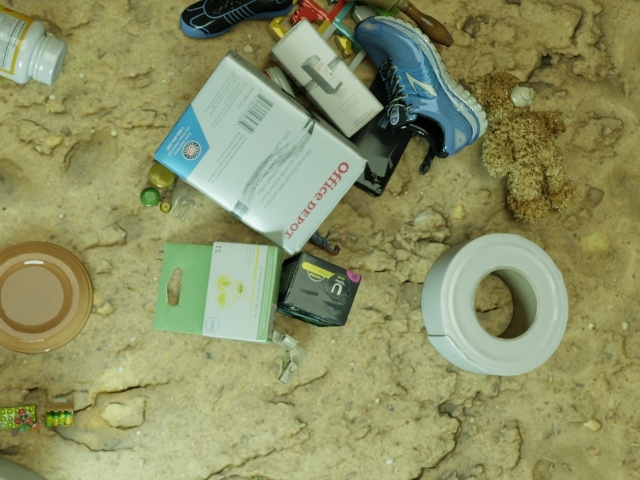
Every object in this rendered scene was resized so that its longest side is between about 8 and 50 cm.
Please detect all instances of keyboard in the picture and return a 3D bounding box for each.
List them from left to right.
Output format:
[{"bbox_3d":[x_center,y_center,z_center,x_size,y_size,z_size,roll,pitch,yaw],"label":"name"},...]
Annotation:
[{"bbox_3d":[0.171,-0.232,1.609,0.201,0.033,0.317,29,77,-5],"label":"keyboard"}]

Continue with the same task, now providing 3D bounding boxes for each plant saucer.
[{"bbox_3d":[-0.503,0.099,1.373,0.200,0.037,0.200,2,82,-16],"label":"plant saucer"}]

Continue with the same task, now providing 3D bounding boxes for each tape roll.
[{"bbox_3d":[0.350,0.130,1.575,0.286,0.100,0.286,2,83,-16],"label":"tape roll"}]

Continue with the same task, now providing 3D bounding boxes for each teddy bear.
[{"bbox_3d":[0.435,-0.200,1.637,0.245,0.113,0.338,-4,84,-18],"label":"teddy bear"}]

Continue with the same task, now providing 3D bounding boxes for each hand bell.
[{"bbox_3d":[0.180,-0.471,1.585,0.242,0.126,0.126,31,75,-22],"label":"hand bell"}]

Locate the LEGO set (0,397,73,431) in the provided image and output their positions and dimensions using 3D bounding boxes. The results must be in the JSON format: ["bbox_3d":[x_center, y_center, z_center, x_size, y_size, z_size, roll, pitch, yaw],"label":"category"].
[{"bbox_3d":[-0.557,0.267,1.299,0.287,0.107,0.132,33,75,-9],"label":"LEGO set"}]

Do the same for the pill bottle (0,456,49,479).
[{"bbox_3d":[-0.576,0.545,1.194,0.229,0.229,0.408,29,76,-10],"label":"pill bottle"}]

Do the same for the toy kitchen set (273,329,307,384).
[{"bbox_3d":[-0.075,0.215,1.460,0.083,0.068,0.075,34,75,-9],"label":"toy kitchen set"}]

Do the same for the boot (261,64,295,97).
[{"bbox_3d":[-0.102,-0.189,1.508,0.176,0.088,0.244,-30,98,-4],"label":"boot"}]

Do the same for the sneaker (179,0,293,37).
[{"bbox_3d":[-0.161,-0.460,1.499,0.232,0.090,0.081,-19,75,-8],"label":"sneaker"}]

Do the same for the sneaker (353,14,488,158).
[{"bbox_3d":[0.178,-0.300,1.539,0.147,0.130,0.330,-43,92,-16],"label":"sneaker"}]

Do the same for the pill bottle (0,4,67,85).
[{"bbox_3d":[-0.565,-0.352,1.372,0.215,0.117,0.117,21,78,-12],"label":"pill bottle"}]

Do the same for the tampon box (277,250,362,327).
[{"bbox_3d":[-0.015,0.094,1.445,0.120,0.161,0.101,23,77,-12],"label":"tampon box"}]

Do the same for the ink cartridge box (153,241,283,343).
[{"bbox_3d":[-0.191,0.088,1.398,0.235,0.056,0.171,5,81,12],"label":"ink cartridge box"}]

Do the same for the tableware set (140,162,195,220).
[{"bbox_3d":[-0.269,-0.120,1.476,0.104,0.024,0.154,28,78,-7],"label":"tableware set"}]

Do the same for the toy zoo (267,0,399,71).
[{"bbox_3d":[0.025,-0.447,1.595,0.192,0.030,0.293,38,75,-8],"label":"toy zoo"}]

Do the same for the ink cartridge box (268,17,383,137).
[{"bbox_3d":[0.005,-0.306,1.482,0.092,0.158,0.218,-41,102,2],"label":"ink cartridge box"}]

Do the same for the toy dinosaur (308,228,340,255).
[{"bbox_3d":[0.000,0.000,1.537,0.090,0.047,0.082,-24,105,19],"label":"toy dinosaur"}]

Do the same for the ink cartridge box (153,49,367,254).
[{"bbox_3d":[-0.105,-0.158,1.406,0.307,0.129,0.223,36,103,-13],"label":"ink cartridge box"}]
